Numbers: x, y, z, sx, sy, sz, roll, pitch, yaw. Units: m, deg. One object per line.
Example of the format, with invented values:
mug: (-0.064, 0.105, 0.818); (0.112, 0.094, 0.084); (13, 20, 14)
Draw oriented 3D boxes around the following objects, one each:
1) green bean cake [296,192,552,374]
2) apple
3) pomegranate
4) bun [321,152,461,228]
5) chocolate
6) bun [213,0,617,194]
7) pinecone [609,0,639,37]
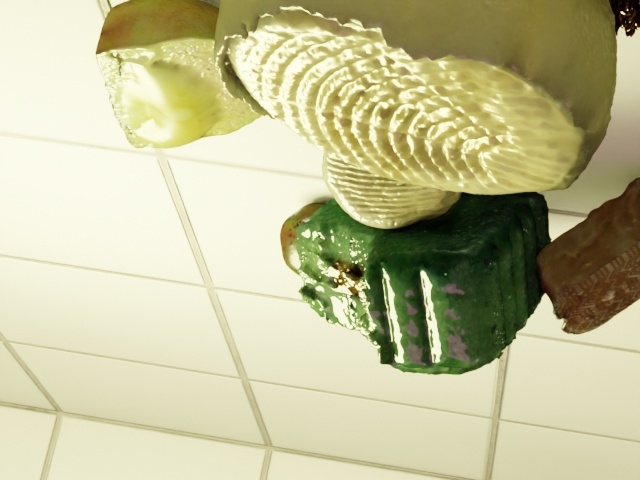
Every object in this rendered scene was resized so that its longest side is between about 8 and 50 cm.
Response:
green bean cake: (0.115, 0.044, 1.895); (0.307, 0.169, 0.300); (2, -160, 26)
apple: (-0.143, -0.199, 1.686); (0.193, 0.120, 0.265); (-3, 160, 2)
pomegranate: (0.000, 0.000, 2.122); (0.114, 0.115, 0.142); (10, -173, 4)
bun: (0.095, -0.097, 1.810); (0.173, 0.113, 0.167); (28, 129, 7)
chocolate: (0.366, 0.017, 1.867); (0.214, 0.093, 0.148); (-33, 144, 9)
bun: (0.095, -0.184, 1.310); (0.364, 0.202, 0.364); (15, 164, 4)
pinecone: (0.279, -0.234, 1.435); (0.083, 0.077, 0.077); (8, 160, -18)
